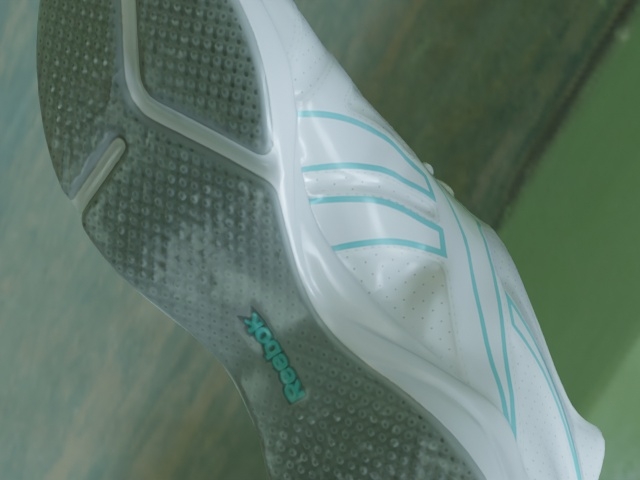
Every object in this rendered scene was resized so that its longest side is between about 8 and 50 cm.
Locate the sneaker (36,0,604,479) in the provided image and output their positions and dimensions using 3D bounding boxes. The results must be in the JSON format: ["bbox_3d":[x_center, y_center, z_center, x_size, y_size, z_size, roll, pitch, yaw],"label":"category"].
[{"bbox_3d":[0.000,0.000,0.342,0.053,0.061,0.152,-29,89,36],"label":"sneaker"}]
